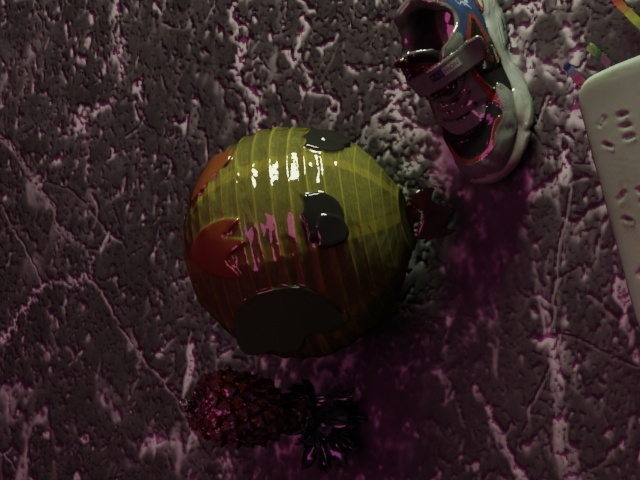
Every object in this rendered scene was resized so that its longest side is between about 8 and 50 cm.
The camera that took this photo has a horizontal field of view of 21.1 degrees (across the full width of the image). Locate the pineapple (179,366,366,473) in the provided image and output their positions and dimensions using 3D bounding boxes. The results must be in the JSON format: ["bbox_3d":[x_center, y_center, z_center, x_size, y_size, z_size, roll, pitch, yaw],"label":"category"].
[{"bbox_3d":[-0.056,0.192,1.839,0.083,0.221,0.103,12,89,54],"label":"pineapple"}]

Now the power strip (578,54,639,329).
[{"bbox_3d":[0.348,-0.049,1.582,0.194,0.059,0.264,-20,82,46],"label":"power strip"}]

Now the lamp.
[{"bbox_3d":[0.000,0.000,1.790,0.284,0.250,0.250,-10,82,8],"label":"lamp"}]

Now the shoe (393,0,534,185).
[{"bbox_3d":[0.136,-0.169,1.742,0.099,0.125,0.227,-22,75,34],"label":"shoe"}]

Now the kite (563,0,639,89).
[{"bbox_3d":[0.345,-0.109,1.644,0.152,0.015,0.285,-49,64,24],"label":"kite"}]
